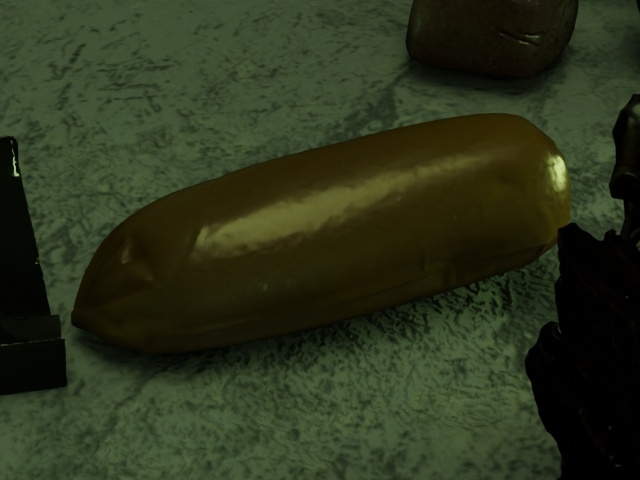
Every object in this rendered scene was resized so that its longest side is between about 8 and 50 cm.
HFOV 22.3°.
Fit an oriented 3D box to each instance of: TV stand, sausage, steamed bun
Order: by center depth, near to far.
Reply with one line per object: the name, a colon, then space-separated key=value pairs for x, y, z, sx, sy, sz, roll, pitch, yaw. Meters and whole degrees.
sausage: x=0.000 y=-0.003 z=1.116 sx=0.354 sy=0.116 sz=0.134 roll=-15 pitch=49 yaw=-20
TV stand: x=-0.217 y=0.009 z=1.129 sx=0.049 sy=0.040 sz=0.256 roll=-6 pitch=36 yaw=-14
steamed bun: x=0.157 y=-0.216 z=1.444 sx=0.145 sy=0.106 sz=0.175 roll=11 pitch=32 yaw=9

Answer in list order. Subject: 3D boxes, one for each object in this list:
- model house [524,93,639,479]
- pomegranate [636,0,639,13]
model house: x=0.253 y=0.109 z=0.833 sx=0.297 sy=0.317 sz=0.282 roll=6 pitch=28 yaw=25
pomegranate: x=0.384 y=-0.242 z=1.460 sx=0.187 sy=0.187 sz=0.225 roll=23 pitch=24 yaw=25
